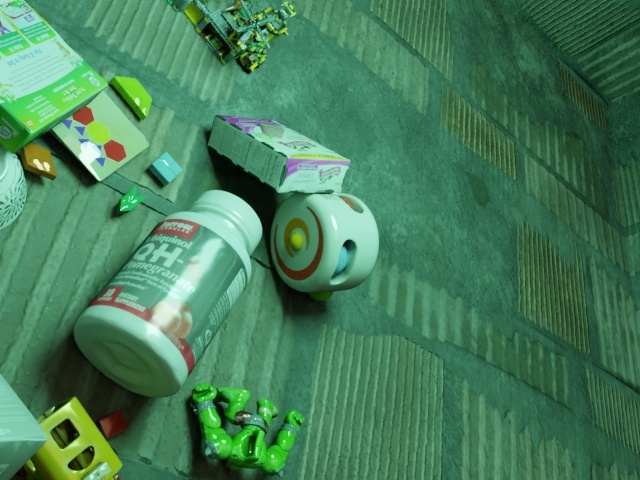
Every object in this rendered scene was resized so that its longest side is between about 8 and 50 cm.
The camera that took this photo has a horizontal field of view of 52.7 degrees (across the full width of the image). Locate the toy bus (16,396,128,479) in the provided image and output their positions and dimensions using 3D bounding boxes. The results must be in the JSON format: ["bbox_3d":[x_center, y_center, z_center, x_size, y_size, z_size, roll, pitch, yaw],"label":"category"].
[{"bbox_3d":[-0.316,0.307,0.849,0.202,0.104,0.191,19,58,-35],"label":"toy bus"}]

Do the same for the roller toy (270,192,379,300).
[{"bbox_3d":[0.000,0.000,1.231,0.146,0.191,0.209,1,70,-42],"label":"roller toy"}]

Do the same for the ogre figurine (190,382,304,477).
[{"bbox_3d":[-0.120,0.308,1.042,0.197,0.097,0.118,42,34,-35],"label":"ogre figurine"}]

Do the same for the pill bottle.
[{"bbox_3d":[-0.216,0.067,1.007,0.176,0.176,0.318,46,46,-17],"label":"pill bottle"}]

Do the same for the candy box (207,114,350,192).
[{"bbox_3d":[-0.082,-0.165,1.222,0.159,0.071,0.233,-5,30,-45],"label":"candy box"}]

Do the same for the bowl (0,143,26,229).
[{"bbox_3d":[-0.487,-0.097,0.904,0.170,0.080,0.170,21,57,-36],"label":"bowl"}]

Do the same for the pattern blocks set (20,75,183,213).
[{"bbox_3d":[-0.389,-0.196,1.077,0.325,0.026,0.285,56,42,-6],"label":"pattern blocks set"}]

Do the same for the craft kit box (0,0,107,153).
[{"bbox_3d":[-0.460,-0.270,0.930,0.246,0.061,0.250,44,25,-15],"label":"craft kit box"}]

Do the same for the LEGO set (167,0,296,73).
[{"bbox_3d":[-0.175,-0.535,1.326,0.331,0.192,0.255,56,44,-7],"label":"LEGO set"}]

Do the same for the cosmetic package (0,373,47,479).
[{"bbox_3d":[-0.431,0.174,0.704,0.238,0.127,0.107,44,1,22],"label":"cosmetic package"}]
